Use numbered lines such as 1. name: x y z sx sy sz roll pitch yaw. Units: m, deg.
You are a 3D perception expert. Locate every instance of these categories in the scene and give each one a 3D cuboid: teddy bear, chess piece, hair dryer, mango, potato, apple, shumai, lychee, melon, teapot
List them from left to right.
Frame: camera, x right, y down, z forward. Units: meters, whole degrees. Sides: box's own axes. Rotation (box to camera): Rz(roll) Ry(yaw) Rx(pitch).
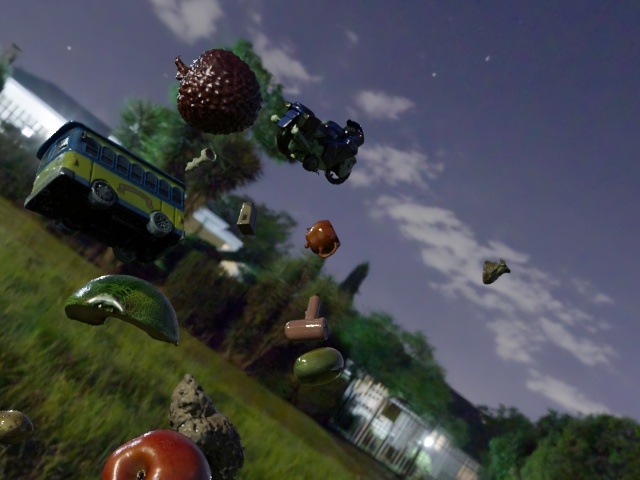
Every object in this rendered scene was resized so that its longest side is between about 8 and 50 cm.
1. potato: -0.741 0.440 1.547 0.188 0.085 0.105 -14 -33 37
2. melon: -0.437 0.130 1.478 0.265 0.129 0.169 14 -23 5
3. apple: -0.334 0.501 1.359 0.218 0.218 0.201 25 -23 34
4. teddy bear: -0.383 0.589 2.035 0.368 0.225 0.357 35 -45 45
5. chess piece: -0.470 -0.301 2.556 0.149 0.059 0.059 -25 -56 37
6. lychee: -0.317 -0.444 1.988 0.300 0.264 0.264 36 -15 -5
7. hair dryer: -0.029 0.217 1.909 0.117 0.181 0.064 -6 -55 16
8. mango: -0.009 0.312 1.650 0.130 0.091 0.195 -18 -16 17
9. teapot: 0.000 0.000 2.090 0.116 0.116 0.173 48 10 -38
10. shumai: 0.532 0.097 2.007 0.081 0.082 0.083 7 -23 10

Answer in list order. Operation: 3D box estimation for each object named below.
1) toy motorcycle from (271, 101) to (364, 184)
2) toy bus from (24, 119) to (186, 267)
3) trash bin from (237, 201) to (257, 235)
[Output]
1. toy motorcycle: 0.009 -0.286 1.901 0.331 0.196 0.125 26 8 -47
2. toy bus: -0.450 -0.093 1.428 0.152 0.190 0.312 -31 -43 28
3. trash bin: -0.231 -0.070 2.121 0.043 0.092 0.061 -5 -38 14
